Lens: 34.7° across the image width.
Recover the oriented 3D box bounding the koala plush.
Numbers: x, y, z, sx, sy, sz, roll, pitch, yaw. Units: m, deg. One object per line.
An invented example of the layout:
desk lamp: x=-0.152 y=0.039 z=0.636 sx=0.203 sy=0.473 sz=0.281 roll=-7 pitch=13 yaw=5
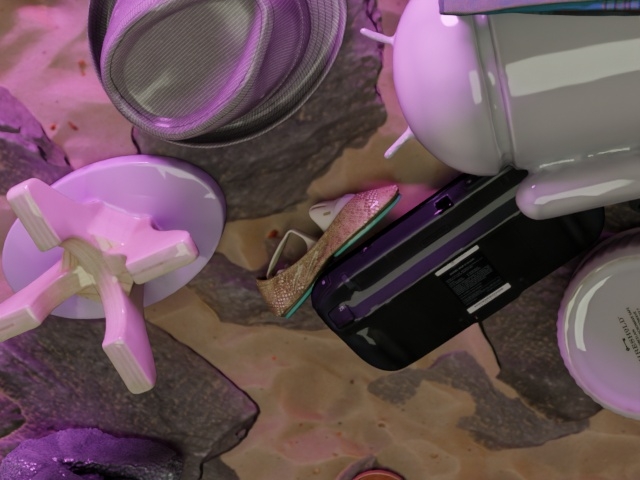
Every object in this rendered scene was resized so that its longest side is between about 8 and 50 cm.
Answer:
koala plush: x=-0.299 y=0.365 z=1.262 sx=0.203 sy=0.196 sz=0.221 roll=15 pitch=116 yaw=11

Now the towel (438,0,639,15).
towel: x=0.242 y=-0.350 z=0.783 sx=0.272 sy=0.040 sz=0.370 roll=9 pitch=89 yaw=35

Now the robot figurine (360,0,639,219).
robot figurine: x=0.220 y=-0.173 z=0.945 sx=0.354 sy=0.200 sz=0.299 roll=-11 pitch=78 yaw=10

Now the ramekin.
ramekin: x=0.343 y=0.089 z=1.058 sx=0.207 sy=0.109 sz=0.207 roll=3 pitch=96 yaw=28

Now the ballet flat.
ballet flat: x=0.000 y=0.000 z=1.122 sx=0.067 sy=0.073 sz=0.206 roll=43 pitch=108 yaw=2

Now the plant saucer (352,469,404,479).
plant saucer: x=0.074 y=0.323 z=1.290 sx=0.084 sy=0.013 sz=0.083 roll=2 pitch=114 yaw=5

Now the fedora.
fedora: x=-0.114 y=-0.200 z=1.008 sx=0.275 sy=0.124 sz=0.243 roll=-31 pitch=109 yaw=18

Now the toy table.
toy table: x=-0.239 y=0.027 z=1.106 sx=0.274 sy=0.161 sz=0.252 roll=-34 pitch=107 yaw=18

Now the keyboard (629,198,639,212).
keyboard: x=0.408 y=-0.093 z=1.061 sx=0.108 sy=0.023 sz=0.180 roll=19 pitch=116 yaw=-3

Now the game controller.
game controller: x=0.149 y=0.021 z=1.101 sx=0.319 sy=0.067 sz=0.166 roll=-35 pitch=131 yaw=13
